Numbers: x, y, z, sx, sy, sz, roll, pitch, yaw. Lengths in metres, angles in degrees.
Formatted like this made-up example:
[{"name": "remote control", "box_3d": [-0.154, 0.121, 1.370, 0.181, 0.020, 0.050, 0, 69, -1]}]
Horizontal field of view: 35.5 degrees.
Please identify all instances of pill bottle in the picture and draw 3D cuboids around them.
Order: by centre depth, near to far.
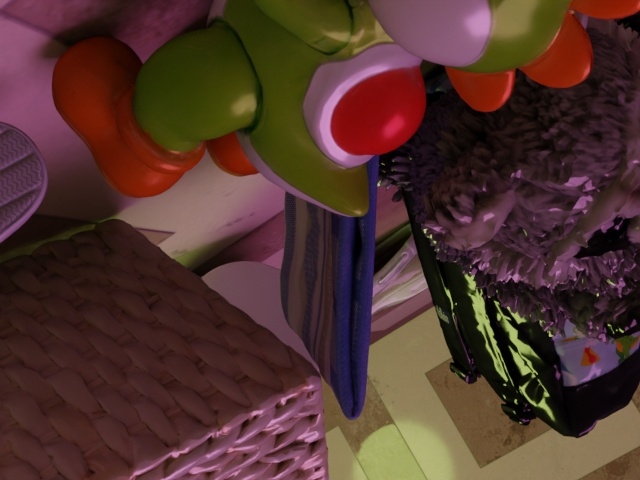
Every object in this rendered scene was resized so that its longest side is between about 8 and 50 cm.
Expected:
[{"name": "pill bottle", "box_3d": [-0.144, 0.183, 1.292, 0.229, 0.229, 0.408, -23, 167, -30]}]

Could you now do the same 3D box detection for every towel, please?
[{"name": "towel", "box_3d": [0.000, 0.000, 0.783, 0.034, 0.209, 0.285, 0, -172, -9]}]

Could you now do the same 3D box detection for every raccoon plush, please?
[{"name": "raccoon plush", "box_3d": [0.083, -0.053, 0.726, 0.446, 0.216, 0.299, 1, 169, 42]}]

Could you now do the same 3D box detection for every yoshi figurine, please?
[{"name": "yoshi figurine", "box_3d": [0.005, -0.157, 0.526, 0.203, 0.204, 0.362, 32, 144, -31]}]

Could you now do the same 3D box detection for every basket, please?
[{"name": "basket", "box_3d": [-0.201, 0.189, 0.809, 0.328, 0.331, 0.266, -23, 127, -31]}]

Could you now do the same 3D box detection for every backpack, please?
[{"name": "backpack", "box_3d": [0.209, -0.026, 1.048, 0.273, 0.355, 0.290, -36, -158, -7]}]

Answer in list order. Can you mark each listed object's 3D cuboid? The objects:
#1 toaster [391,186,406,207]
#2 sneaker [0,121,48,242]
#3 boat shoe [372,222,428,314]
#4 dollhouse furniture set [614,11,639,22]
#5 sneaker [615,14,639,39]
[{"name": "toaster", "box_3d": [0.205, -0.075, 1.268, 0.227, 0.146, 0.129, -27, 169, -10]}, {"name": "sneaker", "box_3d": [-0.286, -0.002, 0.581, 0.258, 0.094, 0.091, -23, -175, -14]}, {"name": "boat shoe", "box_3d": [0.052, 0.081, 1.689, 0.320, 0.103, 0.118, -28, -152, 5]}, {"name": "dollhouse furniture set", "box_3d": [0.355, -0.278, 0.942, 0.129, 0.129, 0.184, -16, 132, -51]}, {"name": "sneaker", "box_3d": [0.318, -0.165, 0.833, 0.227, 0.087, 0.130, -14, -166, 20]}]
